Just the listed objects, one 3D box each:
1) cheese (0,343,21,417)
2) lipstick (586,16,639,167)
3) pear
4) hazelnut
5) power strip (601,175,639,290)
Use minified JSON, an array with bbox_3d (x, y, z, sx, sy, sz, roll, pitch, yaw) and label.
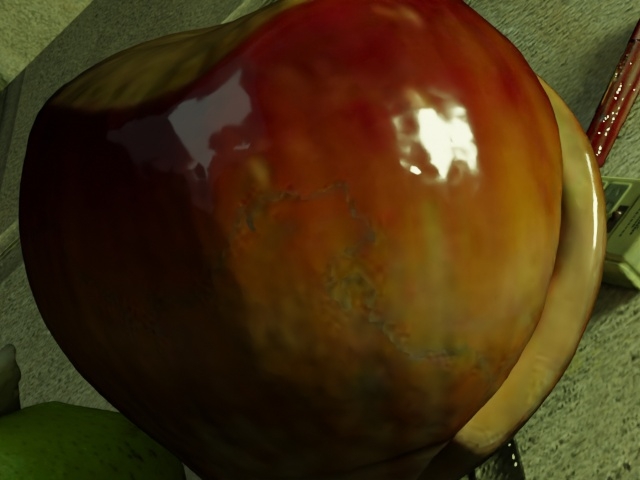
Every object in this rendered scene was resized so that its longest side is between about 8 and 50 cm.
[{"bbox_3d":[-0.257,0.203,1.524,0.085,0.034,0.400,-51,-15,-30],"label":"cheese"},{"bbox_3d":[0.225,-0.120,1.441,0.027,0.027,0.176,-16,39,54],"label":"lipstick"},{"bbox_3d":[-0.197,0.241,1.434,0.292,0.159,0.292,-53,-14,-20],"label":"pear"},{"bbox_3d":[0.000,0.000,1.272,0.359,0.359,0.409,-52,23,-9],"label":"hazelnut"},{"bbox_3d":[0.190,-0.009,1.313,0.076,0.028,0.169,-52,21,-12],"label":"power strip"}]
